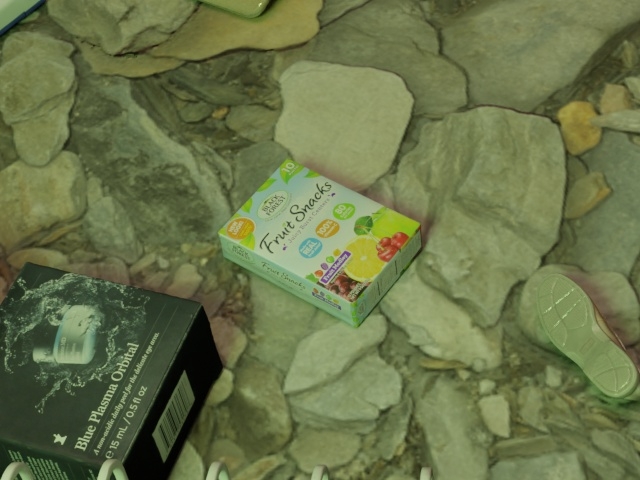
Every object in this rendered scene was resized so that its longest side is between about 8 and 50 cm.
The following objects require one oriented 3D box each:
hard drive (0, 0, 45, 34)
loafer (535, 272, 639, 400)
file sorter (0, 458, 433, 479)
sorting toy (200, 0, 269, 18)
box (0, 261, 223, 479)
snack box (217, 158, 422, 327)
[{"bbox_3d":[-0.460,-0.199,1.397,0.210,0.040,0.319,31,61,28],"label":"hard drive"},{"bbox_3d":[0.211,0.079,1.100,0.045,0.039,0.125,-44,49,15],"label":"loafer"},{"bbox_3d":[-0.065,0.245,0.852,0.278,0.173,0.193,0,46,8],"label":"file sorter"},{"bbox_3d":[-0.129,-0.353,1.485,0.307,0.041,0.229,23,62,23],"label":"sorting toy"},{"bbox_3d":[-0.182,0.116,1.079,0.158,0.093,0.156,12,54,17],"label":"box"},{"bbox_3d":[0.000,0.000,1.183,0.141,0.037,0.100,27,59,26],"label":"snack box"}]
